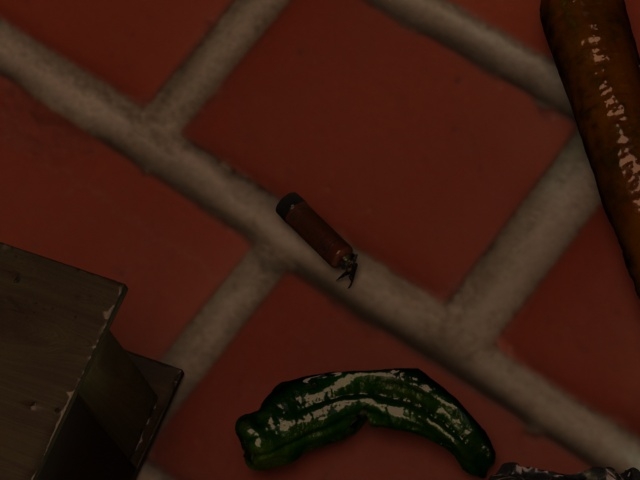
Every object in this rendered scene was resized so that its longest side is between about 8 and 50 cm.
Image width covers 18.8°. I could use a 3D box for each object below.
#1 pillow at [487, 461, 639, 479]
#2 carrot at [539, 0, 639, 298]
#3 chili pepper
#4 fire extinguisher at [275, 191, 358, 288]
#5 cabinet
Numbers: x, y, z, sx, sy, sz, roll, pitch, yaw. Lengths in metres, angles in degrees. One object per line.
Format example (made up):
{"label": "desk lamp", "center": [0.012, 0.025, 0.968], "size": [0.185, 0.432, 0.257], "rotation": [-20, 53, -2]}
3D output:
{"label": "pillow", "center": [0.162, 0.304, 1.230], "size": [0.161, 0.092, 0.335], "rotation": [-1, 67, 6]}
{"label": "carrot", "center": [0.218, -0.066, 1.405], "size": [0.066, 0.066, 0.314], "rotation": [-13, 67, 5]}
{"label": "chili pepper", "center": [0.032, 0.126, 1.359], "size": [0.182, 0.050, 0.073], "rotation": [0, 59, 8]}
{"label": "fire extinguisher", "center": [0.000, 0.000, 1.438], "size": [0.083, 0.022, 0.028], "rotation": [45, 118, 24]}
{"label": "cabinet", "center": [-0.219, 0.133, 1.334], "size": [0.148, 0.175, 0.215], "rotation": [19, 72, 18]}
